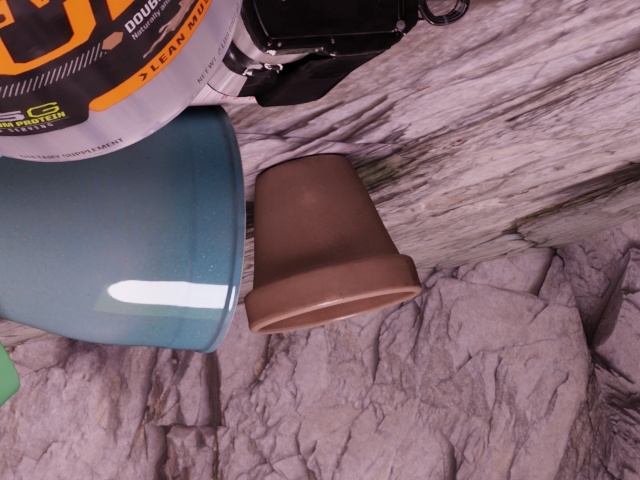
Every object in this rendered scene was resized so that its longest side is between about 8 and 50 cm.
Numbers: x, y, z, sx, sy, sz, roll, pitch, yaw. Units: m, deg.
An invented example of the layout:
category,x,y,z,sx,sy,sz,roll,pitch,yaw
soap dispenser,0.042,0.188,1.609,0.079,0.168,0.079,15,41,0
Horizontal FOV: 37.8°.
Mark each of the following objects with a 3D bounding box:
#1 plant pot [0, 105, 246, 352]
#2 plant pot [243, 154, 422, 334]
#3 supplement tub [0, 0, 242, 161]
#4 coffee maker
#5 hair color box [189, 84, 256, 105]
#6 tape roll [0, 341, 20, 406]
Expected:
category,x,y,z,sx,sy,sz,roll,pitch,yaw
plant pot,-0.239,-0.015,0.960,0.255,0.272,0.271,0,165,-24
plant pot,0.000,0.000,1.396,0.263,0.229,0.263,-12,170,-2
supplement tub,-0.150,-0.165,0.357,0.207,0.207,0.338,-14,170,2
coffee maker,-0.002,-0.165,0.721,0.171,0.120,0.178,17,173,-15
hair color box,-0.102,-0.162,0.903,0.141,0.043,0.072,-6,168,-29
tape roll,-0.434,0.056,0.913,0.077,0.321,0.321,-46,-173,-28
